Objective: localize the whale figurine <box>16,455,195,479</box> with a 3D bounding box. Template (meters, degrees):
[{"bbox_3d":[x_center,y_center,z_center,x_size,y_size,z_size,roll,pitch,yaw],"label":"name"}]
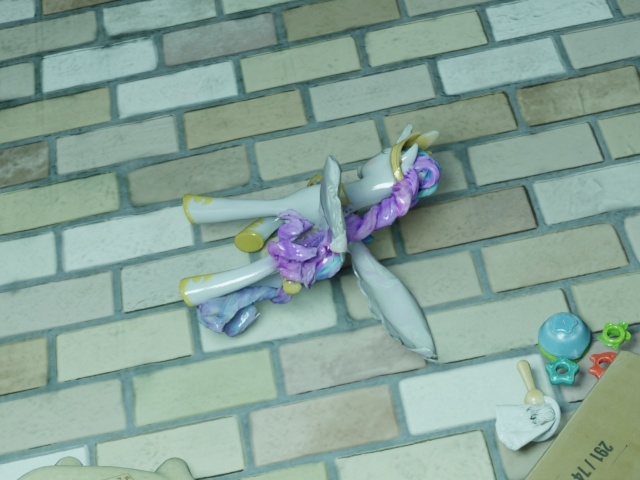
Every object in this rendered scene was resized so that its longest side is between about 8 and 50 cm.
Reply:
[{"bbox_3d":[-0.259,0.349,1.901,0.272,0.141,0.216,-15,42,-38],"label":"whale figurine"}]

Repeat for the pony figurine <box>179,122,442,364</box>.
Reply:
[{"bbox_3d":[0.000,0.000,2.088,0.363,0.303,0.351,-20,37,13],"label":"pony figurine"}]

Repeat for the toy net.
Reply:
[{"bbox_3d":[0.299,0.184,1.988,0.122,0.045,0.232,18,55,23],"label":"toy net"}]

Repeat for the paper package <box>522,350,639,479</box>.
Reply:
[{"bbox_3d":[0.384,0.321,1.759,0.309,0.168,0.325,23,56,30],"label":"paper package"}]
